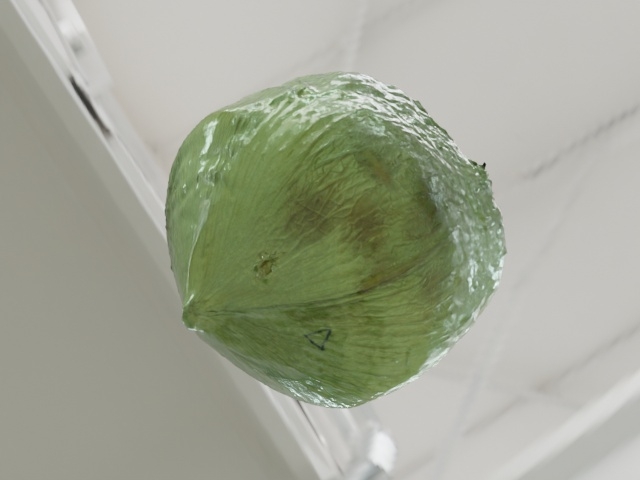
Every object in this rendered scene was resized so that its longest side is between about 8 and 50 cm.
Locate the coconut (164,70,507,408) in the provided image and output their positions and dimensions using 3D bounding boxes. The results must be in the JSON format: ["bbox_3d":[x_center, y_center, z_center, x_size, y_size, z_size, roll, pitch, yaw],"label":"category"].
[{"bbox_3d":[0.000,0.000,0.480,0.096,0.088,0.087,-33,-61,-39],"label":"coconut"}]
